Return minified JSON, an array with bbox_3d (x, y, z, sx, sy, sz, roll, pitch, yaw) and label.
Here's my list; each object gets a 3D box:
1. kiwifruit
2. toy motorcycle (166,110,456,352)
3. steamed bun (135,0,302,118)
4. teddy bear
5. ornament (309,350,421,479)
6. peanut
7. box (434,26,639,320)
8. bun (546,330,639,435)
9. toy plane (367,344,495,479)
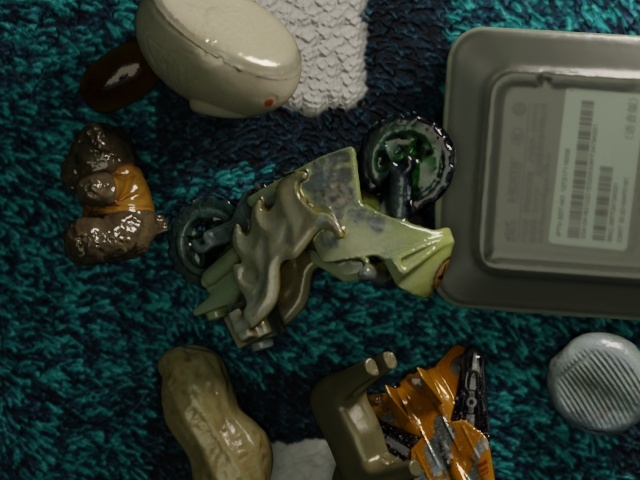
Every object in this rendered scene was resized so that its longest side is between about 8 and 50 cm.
[{"bbox_3d":[-0.265,-0.220,1.596,0.124,0.075,0.075,-29,93,3],"label":"kiwifruit"},{"bbox_3d":[0.000,0.000,1.549,0.410,0.168,0.237,-21,81,17],"label":"toy motorcycle"},{"bbox_3d":[-0.136,-0.240,1.537,0.228,0.177,0.131,33,127,2],"label":"steamed bun"},{"bbox_3d":[-0.281,-0.062,1.572,0.140,0.177,0.190,-12,85,-11],"label":"teddy bear"},{"bbox_3d":[0.055,0.284,1.583,0.061,0.245,0.230,-18,80,-35],"label":"ornament"},{"bbox_3d":[-0.139,0.260,1.618,0.123,0.123,0.257,-20,91,7],"label":"peanut"},{"bbox_3d":[0.335,-0.085,1.553,0.373,0.090,0.367,3,96,3],"label":"box"},{"bbox_3d":[0.372,0.188,1.584,0.140,0.083,0.141,2,99,14],"label":"bun"},{"bbox_3d":[0.190,0.314,1.585,0.204,0.103,0.316,-30,77,9],"label":"toy plane"}]
